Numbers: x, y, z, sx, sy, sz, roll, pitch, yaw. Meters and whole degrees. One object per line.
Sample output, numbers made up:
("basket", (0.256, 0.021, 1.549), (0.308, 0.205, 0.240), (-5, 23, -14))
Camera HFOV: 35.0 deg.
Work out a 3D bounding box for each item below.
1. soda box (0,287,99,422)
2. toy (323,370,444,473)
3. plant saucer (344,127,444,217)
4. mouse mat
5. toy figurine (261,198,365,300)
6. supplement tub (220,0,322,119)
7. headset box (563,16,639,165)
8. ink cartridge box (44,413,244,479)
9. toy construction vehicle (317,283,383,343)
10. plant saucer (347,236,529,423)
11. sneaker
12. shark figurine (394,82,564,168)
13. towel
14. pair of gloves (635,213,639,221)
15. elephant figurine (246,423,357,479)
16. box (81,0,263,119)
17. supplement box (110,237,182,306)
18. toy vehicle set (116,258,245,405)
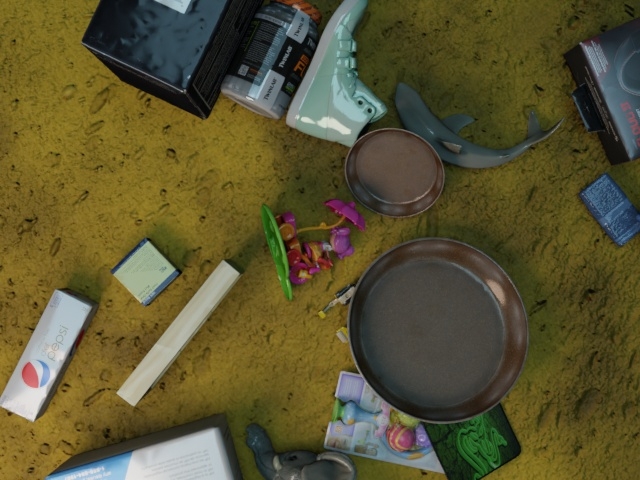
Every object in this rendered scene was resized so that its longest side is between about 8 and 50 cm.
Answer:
("soda box", (-0.452, 0.188, 1.695), (0.069, 0.074, 0.216), (27, 89, -1))
("toy", (0.135, 0.313, 1.718), (0.237, 0.056, 0.136), (13, 90, -1))
("plant saucer", (0.126, -0.117, 1.703), (0.169, 0.029, 0.168), (8, 124, 12))
("mouse mat", (0.247, 0.309, 1.719), (0.153, 0.007, 0.189), (-25, 91, -23))
("toy figurine", (0.000, 0.000, 1.702), (0.159, 0.130, 0.173), (-17, 112, -11))
("supplement tub", (-0.077, -0.308, 1.691), (0.117, 0.117, 0.190), (26, 89, -1))
("headset box", (0.567, -0.270, 1.710), (0.293, 0.110, 0.218), (-23, 90, -1))
("ink cartridge box", (-0.242, 0.516, 1.649), (0.286, 0.166, 0.394), (-16, 89, -1))
("toy construction vehicle", (0.055, 0.120, 1.733), (0.098, 0.035, 0.086), (-42, 101, 1))
("plant saucer", (0.192, 0.150, 1.696), (0.311, 0.050, 0.310), (2, 77, -10))
("sneaker", (0.060, -0.282, 1.704), (0.151, 0.094, 0.255), (25, 98, 5))
("shark figurine", (0.252, -0.162, 1.702), (0.278, 0.116, 0.166), (11, 90, 1))
("towel", (0.501, -0.053, 1.746), (0.067, 0.029, 0.119), (-37, 91, -2))
("pair of gloves", (0.610, -0.073, 1.717), (0.159, 0.023, 0.198), (29, 86, -35))
("elephant figurine", (-0.013, 0.413, 1.662), (0.169, 0.239, 0.186), (-30, 131, 33))
("box", (-0.211, -0.373, 1.600), (0.183, 0.294, 0.296), (25, 88, 1))
("supplement box", (-0.292, 0.053, 1.710), (0.083, 0.056, 0.083), (-44, 90, -2))
("toy vehicle set", (-0.222, 0.144, 1.656), (0.035, 0.166, 0.267), (38, 88, -1))
